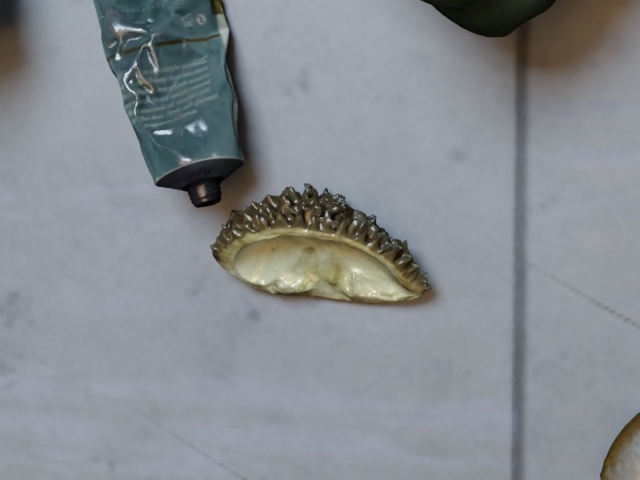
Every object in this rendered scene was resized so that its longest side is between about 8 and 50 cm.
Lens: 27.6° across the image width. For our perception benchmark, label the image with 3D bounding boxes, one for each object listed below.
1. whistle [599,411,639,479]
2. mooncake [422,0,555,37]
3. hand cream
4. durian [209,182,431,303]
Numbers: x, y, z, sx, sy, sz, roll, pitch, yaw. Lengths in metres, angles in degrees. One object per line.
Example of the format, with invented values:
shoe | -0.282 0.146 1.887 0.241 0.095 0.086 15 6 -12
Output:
whistle | 0.210 0.094 0.659 0.107 0.057 0.220 22 102 14
mooncake | 0.053 -0.178 0.614 0.168 0.175 0.104 39 109 -18
hand cream | -0.091 -0.139 0.717 0.075 0.052 0.248 -14 89 7
durian | -0.003 0.005 0.715 0.130 0.052 0.066 7 102 16
